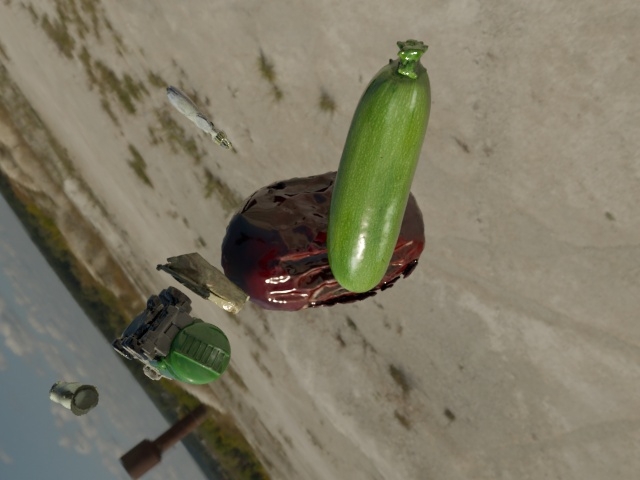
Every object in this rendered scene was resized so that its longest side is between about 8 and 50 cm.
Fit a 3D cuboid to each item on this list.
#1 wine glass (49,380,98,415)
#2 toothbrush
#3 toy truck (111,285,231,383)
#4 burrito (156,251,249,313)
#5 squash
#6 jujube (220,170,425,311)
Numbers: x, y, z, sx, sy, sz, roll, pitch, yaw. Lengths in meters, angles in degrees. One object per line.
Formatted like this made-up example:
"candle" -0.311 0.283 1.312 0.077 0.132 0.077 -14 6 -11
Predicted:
"wine glass" -0.330 0.206 0.929 0.083 0.042 0.039 -3 150 45
"toothbrush" -0.260 -0.262 1.523 0.042 0.035 0.413 41 -179 11
"toy truck" -0.206 0.143 0.987 0.125 0.101 0.242 40 159 -14
"burrito" -0.178 0.061 1.090 0.149 0.055 0.041 34 163 -11
"squash" 0.073 -0.080 0.960 0.107 0.107 0.395 41 133 35
"jujube" 0.000 0.000 1.317 0.258 0.376 0.258 171 90 -84
